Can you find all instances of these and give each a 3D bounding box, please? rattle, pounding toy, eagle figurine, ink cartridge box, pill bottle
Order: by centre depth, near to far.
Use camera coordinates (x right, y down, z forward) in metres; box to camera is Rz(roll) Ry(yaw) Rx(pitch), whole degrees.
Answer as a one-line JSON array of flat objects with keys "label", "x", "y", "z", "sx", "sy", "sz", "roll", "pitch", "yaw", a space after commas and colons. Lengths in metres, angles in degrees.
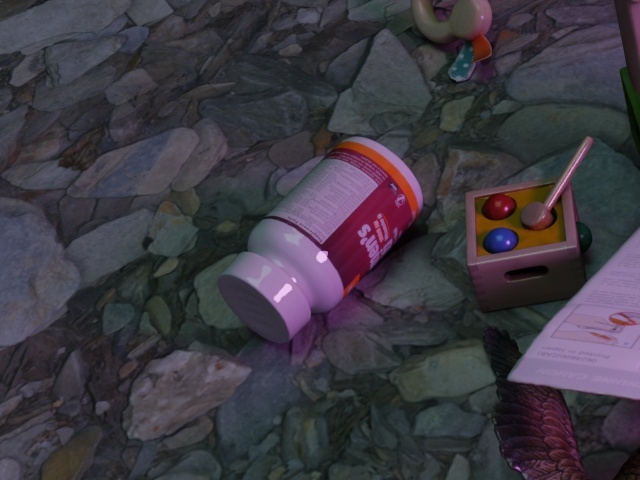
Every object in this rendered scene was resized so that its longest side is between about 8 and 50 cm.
[{"label": "eagle figurine", "x": 0.215, "y": 0.201, "z": 1.102, "sx": 0.225, "sy": 0.226, "sz": 0.298, "roll": -11, "pitch": 42, "yaw": 44}, {"label": "ink cartridge box", "x": 0.362, "y": 0.088, "z": 1.114, "sx": 0.308, "sy": 0.091, "sz": 0.385, "roll": 6, "pitch": 23, "yaw": 29}, {"label": "pounding toy", "x": 0.220, "y": -0.017, "z": 1.398, "sx": 0.141, "sy": 0.100, "sz": 0.130, "roll": -11, "pitch": 42, "yaw": 14}, {"label": "pill bottle", "x": 0.000, "y": 0.000, "z": 1.463, "sx": 0.121, "sy": 0.121, "sz": 0.221, "roll": 21, "pitch": 57, "yaw": 39}, {"label": "rattle", "x": 0.204, "y": -0.282, "z": 1.751, "sx": 0.130, "sy": 0.142, "sz": 0.200, "roll": -47, "pitch": 53, "yaw": 21}]

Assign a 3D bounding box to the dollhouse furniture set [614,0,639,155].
[{"label": "dollhouse furniture set", "x": 0.398, "y": -0.194, "z": 1.357, "sx": 0.197, "sy": 0.301, "sz": 0.151, "roll": -13, "pitch": 42, "yaw": 11}]
